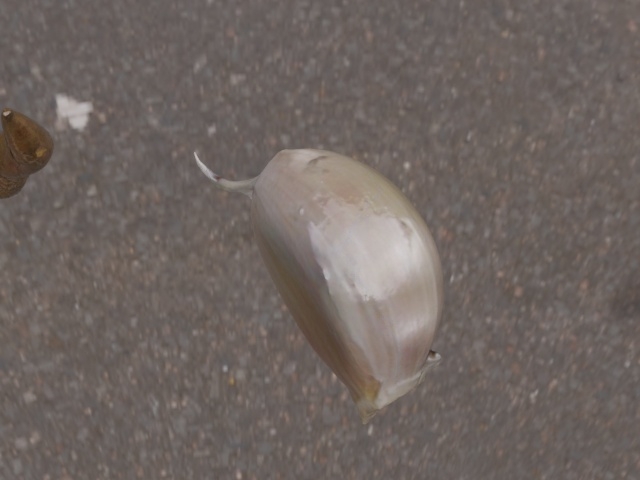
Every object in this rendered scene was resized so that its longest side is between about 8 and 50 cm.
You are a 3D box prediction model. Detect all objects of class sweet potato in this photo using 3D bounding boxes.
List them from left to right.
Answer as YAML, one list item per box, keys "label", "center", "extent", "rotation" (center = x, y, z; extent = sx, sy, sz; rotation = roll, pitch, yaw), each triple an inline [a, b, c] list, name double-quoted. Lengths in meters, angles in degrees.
- label: "sweet potato"
  center: [-0.338, -0.100, 1.548]
  extent: [0.059, 0.281, 0.067]
  rotation: [-38, 97, -22]

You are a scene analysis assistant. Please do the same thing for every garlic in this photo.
- label: "garlic"
  center: [0.000, -0.005, 1.052]
  extent: [0.148, 0.128, 0.266]
  rotation: [-38, 68, 20]
